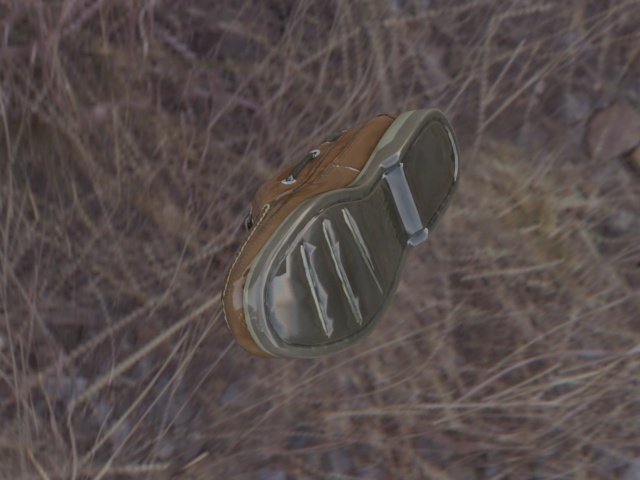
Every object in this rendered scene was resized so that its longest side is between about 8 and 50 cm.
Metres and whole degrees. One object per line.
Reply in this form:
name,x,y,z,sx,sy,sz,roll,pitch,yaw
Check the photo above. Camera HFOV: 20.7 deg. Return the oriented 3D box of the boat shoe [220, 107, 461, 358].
boat shoe,0.000,0.000,1.284,0.307,0.104,0.111,-41,121,-53
